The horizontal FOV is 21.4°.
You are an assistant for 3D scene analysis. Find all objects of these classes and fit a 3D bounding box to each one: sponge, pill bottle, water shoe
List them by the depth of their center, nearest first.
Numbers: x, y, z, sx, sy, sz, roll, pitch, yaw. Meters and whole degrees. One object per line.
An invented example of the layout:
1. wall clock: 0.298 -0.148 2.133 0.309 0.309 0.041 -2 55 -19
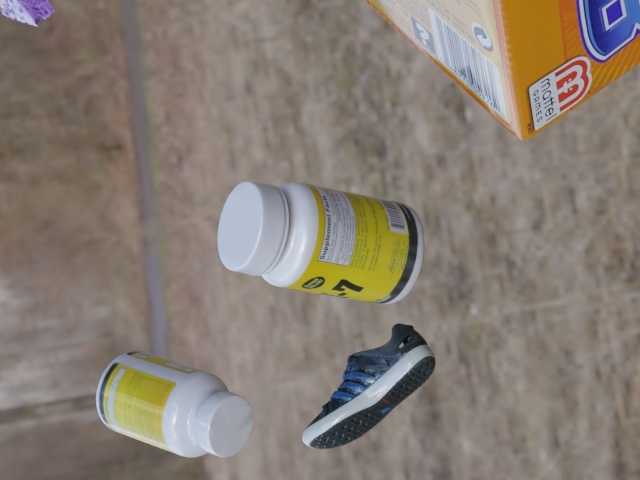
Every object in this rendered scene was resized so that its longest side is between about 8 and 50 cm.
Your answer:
1. sponge: -0.373 -0.322 1.806 0.210 0.031 0.117 54 165 -29
2. pill bottle: 0.000 0.000 1.872 0.119 0.208 0.119 -26 59 54
3. pill bottle: -0.170 0.197 2.002 0.184 0.103 0.103 14 120 41
4. water shoe: 0.055 0.188 2.169 0.080 0.203 0.073 58 -171 34

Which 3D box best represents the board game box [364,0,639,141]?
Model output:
1. board game box: 0.169 -0.379 1.333 0.356 0.356 0.356 47 165 35
